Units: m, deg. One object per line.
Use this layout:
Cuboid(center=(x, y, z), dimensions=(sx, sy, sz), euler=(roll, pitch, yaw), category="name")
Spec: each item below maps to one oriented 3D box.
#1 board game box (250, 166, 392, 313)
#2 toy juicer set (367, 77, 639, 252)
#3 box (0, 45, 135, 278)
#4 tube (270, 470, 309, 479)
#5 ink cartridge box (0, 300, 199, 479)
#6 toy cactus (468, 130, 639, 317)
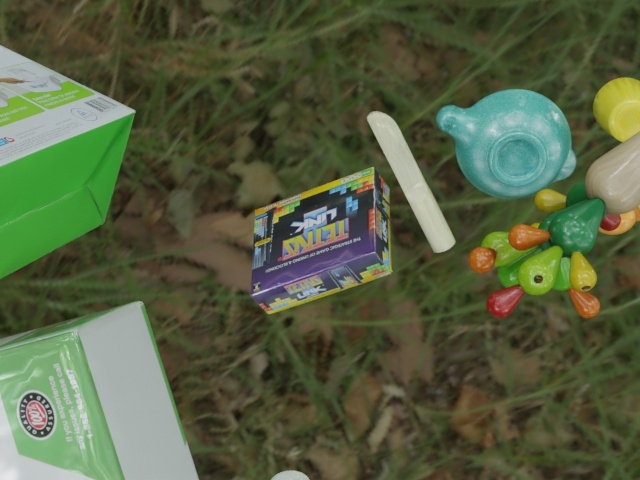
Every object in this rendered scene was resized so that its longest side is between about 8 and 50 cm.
Cuboid(center=(0.000, 0.000, 1.680), dimensions=(0.048, 0.170, 0.141), euler=(51, 28, -40), category="board game box")
Cuboid(center=(0.226, -0.074, 1.622), dimensions=(0.329, 0.089, 0.209), euler=(-5, 113, 3), category="toy juicer set")
Cuboid(center=(-0.325, -0.080, 1.154), dimensions=(0.231, 0.126, 0.262), euler=(25, 25, 13), category="box")
Cuboid(center=(-0.037, 0.439, 2.027), dimensions=(0.070, 0.240, 0.062), euler=(20, 43, 26), category="tube")
Cuboid(center=(-0.235, 0.177, 0.953), dimensions=(0.117, 0.278, 0.201), euler=(-28, 102, -72), category="ink cartridge box")
Cuboid(center=(0.216, -0.012, 1.123), dimensions=(0.112, 0.180, 0.219), euler=(49, 25, 12), category="toy cactus")
